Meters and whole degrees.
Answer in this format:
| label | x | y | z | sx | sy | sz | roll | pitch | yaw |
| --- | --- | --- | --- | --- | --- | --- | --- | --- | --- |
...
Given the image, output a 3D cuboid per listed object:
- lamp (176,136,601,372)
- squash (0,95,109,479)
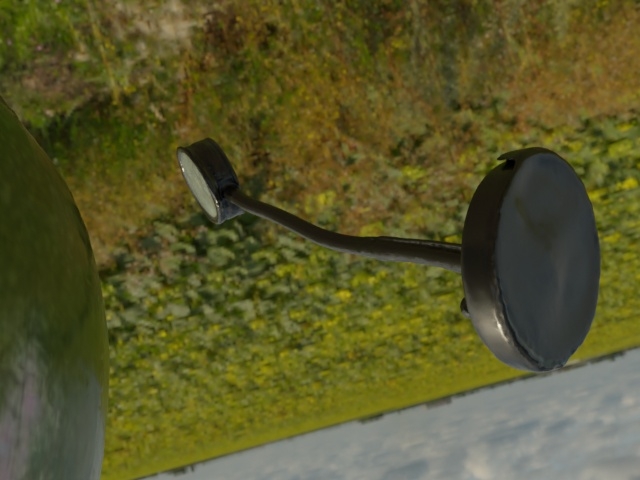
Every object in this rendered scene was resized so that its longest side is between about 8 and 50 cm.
| label | x | y | z | sx | sy | sz | roll | pitch | yaw |
| --- | --- | --- | --- | --- | --- | --- | --- | --- | --- |
| lamp | 0.031 | -0.018 | 0.605 | 0.108 | 0.130 | 0.371 | -32 | -159 | -21 |
| squash | -0.209 | 0.055 | 0.329 | 0.310 | 0.309 | 0.310 | 12 | 163 | 4 |
